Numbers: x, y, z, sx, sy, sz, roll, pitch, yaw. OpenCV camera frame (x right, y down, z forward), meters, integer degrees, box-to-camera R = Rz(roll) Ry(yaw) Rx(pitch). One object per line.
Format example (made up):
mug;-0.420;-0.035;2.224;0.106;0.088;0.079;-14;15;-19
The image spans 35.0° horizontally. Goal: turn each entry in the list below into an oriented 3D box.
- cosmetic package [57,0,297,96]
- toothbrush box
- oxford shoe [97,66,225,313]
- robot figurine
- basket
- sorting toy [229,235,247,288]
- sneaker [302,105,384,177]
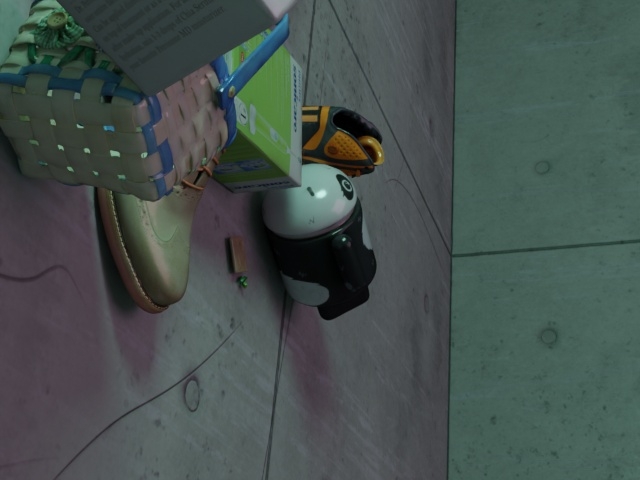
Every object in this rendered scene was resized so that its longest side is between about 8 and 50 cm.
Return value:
cosmetic package;-0.204;-0.358;0.833;0.453;0.230;0.161;47;57;-21
toothbrush box;-0.126;-0.211;1.509;0.283;0.122;0.206;35;52;-66
oxford shoe;-0.184;-0.109;1.267;0.140;0.146;0.397;12;74;-71
robot figurine;0.003;0.000;1.752;0.173;0.209;0.278;-55;139;-43
basket;-0.193;-0.187;1.104;0.289;0.254;0.201;-62;154;-47
sorting toy;-0.130;0.036;1.604;0.062;0.012;0.083;-3;85;-76
sneaker;0.037;-0.109;1.876;0.125;0.180;0.321;-76;154;-44
